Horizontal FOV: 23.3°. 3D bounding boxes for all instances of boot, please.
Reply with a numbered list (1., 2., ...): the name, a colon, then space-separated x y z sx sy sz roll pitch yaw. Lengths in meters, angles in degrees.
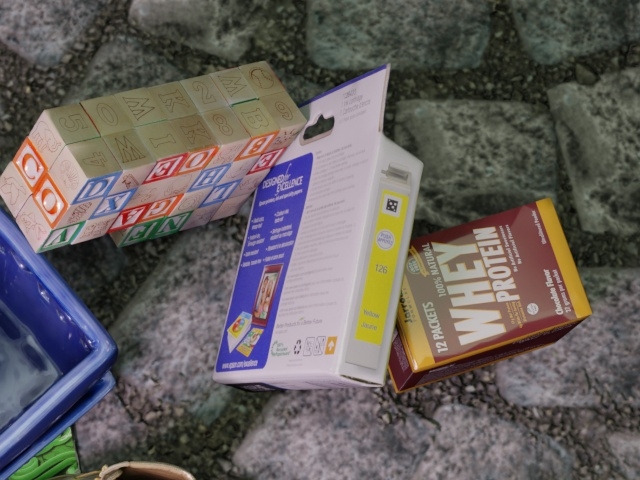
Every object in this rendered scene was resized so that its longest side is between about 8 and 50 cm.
1. boot: -0.231 0.269 1.587 0.213 0.165 0.077 -7 79 -8

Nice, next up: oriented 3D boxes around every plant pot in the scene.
1. plant pot: -0.354 0.122 1.590 0.236 0.212 0.236 -41 79 -12

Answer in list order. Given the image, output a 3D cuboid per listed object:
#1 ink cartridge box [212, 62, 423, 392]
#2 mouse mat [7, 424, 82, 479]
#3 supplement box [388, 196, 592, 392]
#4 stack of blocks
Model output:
1. ink cartridge box: 0.000 0.000 1.596 0.072 0.304 0.307 19 77 -22
2. mouse mat: -0.356 0.241 1.674 0.190 0.007 0.152 -11 78 -6
3. supplement box: 0.158 0.062 1.638 0.191 0.194 0.129 -17 79 -6
4. stack of blocks: -0.177 -0.076 1.593 0.297 0.171 0.087 -18 68 -44
